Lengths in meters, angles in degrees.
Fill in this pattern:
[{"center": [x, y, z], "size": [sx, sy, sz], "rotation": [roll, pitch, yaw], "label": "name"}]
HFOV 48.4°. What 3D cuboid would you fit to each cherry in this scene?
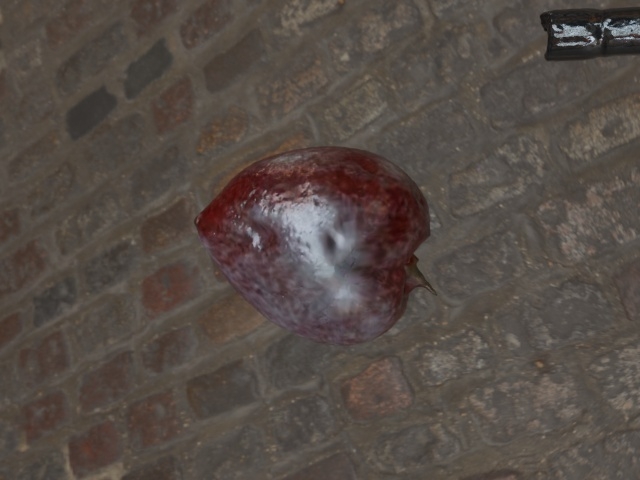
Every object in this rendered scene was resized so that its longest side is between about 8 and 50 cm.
[{"center": [0.000, 0.000, 0.844], "size": [0.300, 0.203, 0.231], "rotation": [12, 112, 1], "label": "cherry"}]

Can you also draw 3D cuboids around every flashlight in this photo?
[{"center": [0.542, -0.311, 1.047], "size": [0.423, 0.103, 0.103], "rotation": [3, 83, 19], "label": "flashlight"}]
